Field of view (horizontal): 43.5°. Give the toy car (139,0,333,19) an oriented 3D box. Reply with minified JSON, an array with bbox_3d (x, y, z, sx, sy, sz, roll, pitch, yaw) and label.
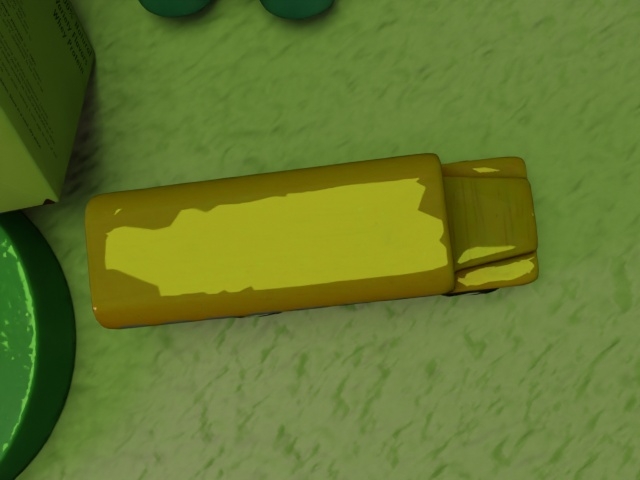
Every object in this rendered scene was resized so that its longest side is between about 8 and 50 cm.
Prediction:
[{"bbox_3d":[-0.072,-0.347,0.665,0.210,0.219,0.238,3,57,7],"label":"toy car"}]

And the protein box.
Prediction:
[{"bbox_3d":[-0.285,-0.153,0.607,0.136,0.200,0.201,-10,47,6],"label":"protein box"}]

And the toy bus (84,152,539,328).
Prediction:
[{"bbox_3d":[0.000,0.000,0.630,0.333,0.130,0.108,-7,84,7],"label":"toy bus"}]

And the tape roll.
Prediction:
[{"bbox_3d":[-0.381,0.091,0.698,0.321,0.077,0.321,-1,85,8],"label":"tape roll"}]
